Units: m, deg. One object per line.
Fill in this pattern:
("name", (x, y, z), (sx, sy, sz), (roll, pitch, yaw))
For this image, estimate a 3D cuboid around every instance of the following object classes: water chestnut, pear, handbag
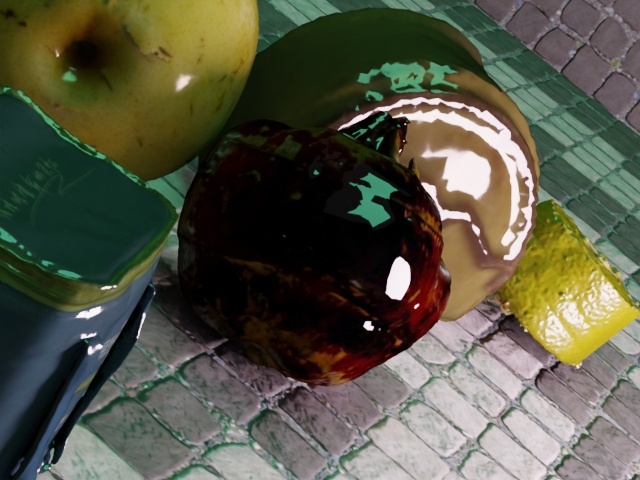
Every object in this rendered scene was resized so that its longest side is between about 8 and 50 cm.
("water chestnut", (0.000, 0.000, 1.640), (0.289, 0.289, 0.244), (38, 33, 4))
("pear", (-0.233, -0.217, 1.646), (0.348, 0.348, 0.348), (30, 22, -14))
("handbag", (-0.251, 0.049, 1.187), (0.222, 0.241, 0.263), (35, 22, 1))

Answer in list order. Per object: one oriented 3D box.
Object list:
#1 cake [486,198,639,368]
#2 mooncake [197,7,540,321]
("cake", (0.312, 0.063, 2.098), (0.179, 0.156, 0.260), (58, 13, 20))
("mooncake", (0.054, -0.068, 1.921), (0.394, 0.393, 0.246), (-16, 41, -12))
